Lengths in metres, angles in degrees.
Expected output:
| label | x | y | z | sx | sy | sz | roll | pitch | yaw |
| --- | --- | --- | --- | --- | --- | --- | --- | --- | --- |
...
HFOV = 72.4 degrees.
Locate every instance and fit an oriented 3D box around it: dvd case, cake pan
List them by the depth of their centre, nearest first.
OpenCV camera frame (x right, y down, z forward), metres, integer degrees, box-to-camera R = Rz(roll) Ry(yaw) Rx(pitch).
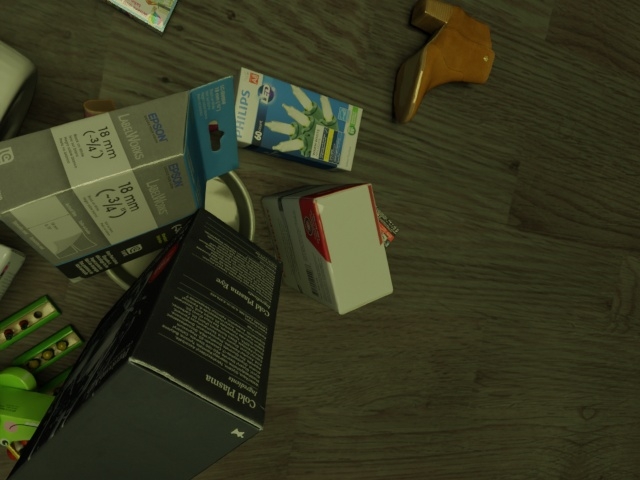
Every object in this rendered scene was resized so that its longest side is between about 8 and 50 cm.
| label | x | y | z | sx | sy | sz | roll | pitch | yaw |
| --- | --- | --- | --- | --- | --- | --- | --- | --- | --- |
| cake pan | -0.272 | -0.030 | 0.827 | 0.292 | 0.054 | 0.294 | -3 | 98 | -22 |
| dvd case | 0.120 | -0.007 | 1.014 | 0.087 | 0.013 | 0.119 | 42 | 79 | -21 |

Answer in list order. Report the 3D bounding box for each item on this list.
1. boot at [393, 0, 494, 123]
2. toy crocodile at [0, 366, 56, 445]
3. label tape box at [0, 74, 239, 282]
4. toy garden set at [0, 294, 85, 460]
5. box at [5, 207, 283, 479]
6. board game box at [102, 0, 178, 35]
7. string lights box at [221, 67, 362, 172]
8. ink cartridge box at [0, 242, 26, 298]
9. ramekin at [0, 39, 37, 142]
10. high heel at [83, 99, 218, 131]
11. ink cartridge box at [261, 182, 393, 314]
| label | x | y | z | sx | sy | sz | roll | pitch | yaw |
| --- | --- | --- | --- | --- | --- | --- | --- | --- | --- |
| boot | 0.289 | -0.382 | 0.987 | 0.211 | 0.104 | 0.296 | 13 | 88 | -23 |
| toy crocodile | -0.571 | 0.261 | 0.675 | 0.340 | 0.115 | 0.105 | 10 | 107 | -8 |
| label tape box | -0.260 | -0.083 | 0.660 | 0.333 | 0.241 | 0.106 | -24 | 71 | -18 |
| toy garden set | -0.504 | 0.255 | 0.770 | 0.203 | 0.049 | 0.244 | -34 | 108 | -15 |
| box | -0.237 | 0.180 | 0.657 | 0.179 | 0.313 | 0.343 | 37 | 116 | -23 |
| board game box | -0.329 | -0.449 | 0.764 | 0.154 | 0.026 | 0.104 | 25 | 87 | -23 |
| string lights box | -0.055 | -0.229 | 0.872 | 0.259 | 0.076 | 0.134 | 10 | 91 | -27 |
| ink cartridge box | -0.651 | 0.097 | 0.588 | 0.323 | 0.071 | 0.330 | 23 | 70 | -6 |
| ramekin | -0.509 | -0.167 | 0.599 | 0.135 | 0.277 | 0.277 | 26 | 87 | -31 |
| high heel | -0.303 | -0.190 | 0.801 | 0.244 | 0.082 | 0.117 | -14 | 144 | -37 |
| ink cartridge box | 0.000 | 0.000 | 0.827 | 0.114 | 0.272 | 0.197 | -19 | 104 | -23 |
